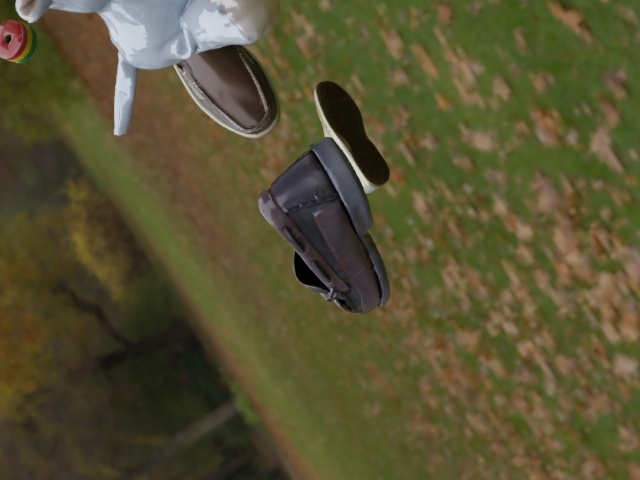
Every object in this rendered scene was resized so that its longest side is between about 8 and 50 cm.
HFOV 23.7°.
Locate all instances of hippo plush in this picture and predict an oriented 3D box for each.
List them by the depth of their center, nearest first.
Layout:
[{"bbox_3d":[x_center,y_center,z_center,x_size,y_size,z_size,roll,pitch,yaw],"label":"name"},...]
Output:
[{"bbox_3d":[-0.199,-0.299,1.553,0.236,0.294,0.234,24,-126,-40],"label":"hippo plush"}]

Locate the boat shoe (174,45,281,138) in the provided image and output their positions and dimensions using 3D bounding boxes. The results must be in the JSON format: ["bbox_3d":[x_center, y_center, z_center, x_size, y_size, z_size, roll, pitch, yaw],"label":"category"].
[{"bbox_3d":[-0.150,-0.233,1.892,0.257,0.095,0.095,50,-173,13],"label":"boat shoe"}]

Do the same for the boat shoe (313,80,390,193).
[{"bbox_3d":[0.025,-0.110,1.675,0.045,0.050,0.135,-44,67,53],"label":"boat shoe"}]

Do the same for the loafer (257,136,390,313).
[{"bbox_3d":[0.000,0.000,1.488,0.109,0.095,0.302,58,174,25],"label":"loafer"}]

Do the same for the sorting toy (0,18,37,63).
[{"bbox_3d":[-0.453,-0.226,1.776,0.046,0.274,0.132,13,-122,-56],"label":"sorting toy"}]
